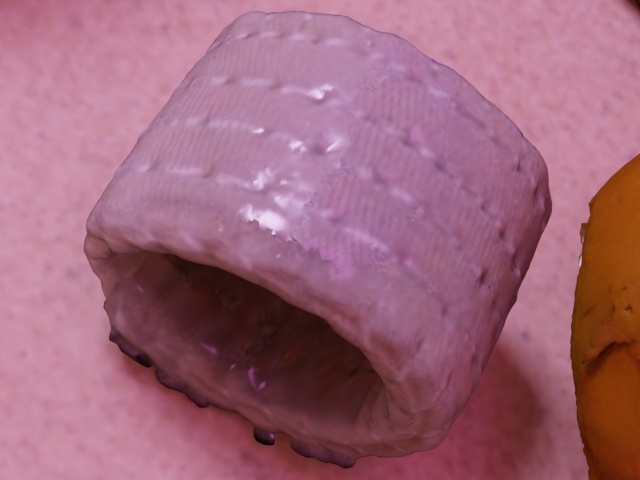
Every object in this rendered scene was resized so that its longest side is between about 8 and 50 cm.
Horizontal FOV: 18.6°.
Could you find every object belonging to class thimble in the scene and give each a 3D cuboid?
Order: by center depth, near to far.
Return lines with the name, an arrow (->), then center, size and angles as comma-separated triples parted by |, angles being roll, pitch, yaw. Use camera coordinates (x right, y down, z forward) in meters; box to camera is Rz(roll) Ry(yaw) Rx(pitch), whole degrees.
thimble -> 0.000, 0.000, 0.559 | 0.115, 0.102, 0.090 | 19, 60, 17

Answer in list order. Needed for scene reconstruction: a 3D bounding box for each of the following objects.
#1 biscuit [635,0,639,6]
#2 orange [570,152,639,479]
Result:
biscuit -> 0.230, -0.221, 0.759 | 0.394, 0.076, 0.368 | -38, 87, -30
orange -> 0.135, 0.036, 0.578 | 0.134, 0.154, 0.155 | -23, 79, 5
